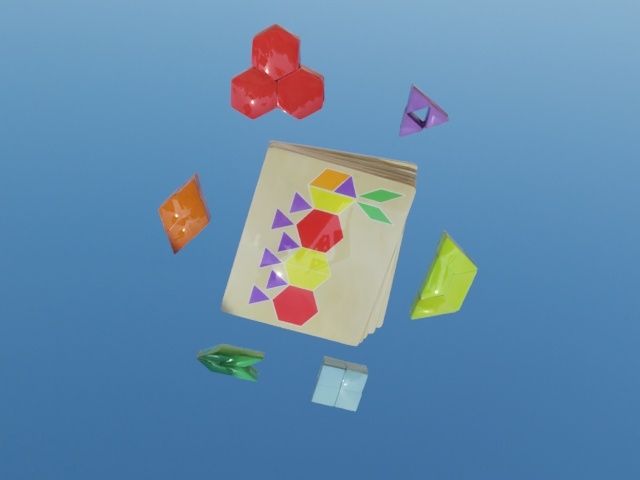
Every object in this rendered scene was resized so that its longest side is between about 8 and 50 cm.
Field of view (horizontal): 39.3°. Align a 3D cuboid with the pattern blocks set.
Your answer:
[{"bbox_3d":[0.000,0.000,0.806,0.286,0.324,0.026,23,-158,-10],"label":"pattern blocks set"}]
